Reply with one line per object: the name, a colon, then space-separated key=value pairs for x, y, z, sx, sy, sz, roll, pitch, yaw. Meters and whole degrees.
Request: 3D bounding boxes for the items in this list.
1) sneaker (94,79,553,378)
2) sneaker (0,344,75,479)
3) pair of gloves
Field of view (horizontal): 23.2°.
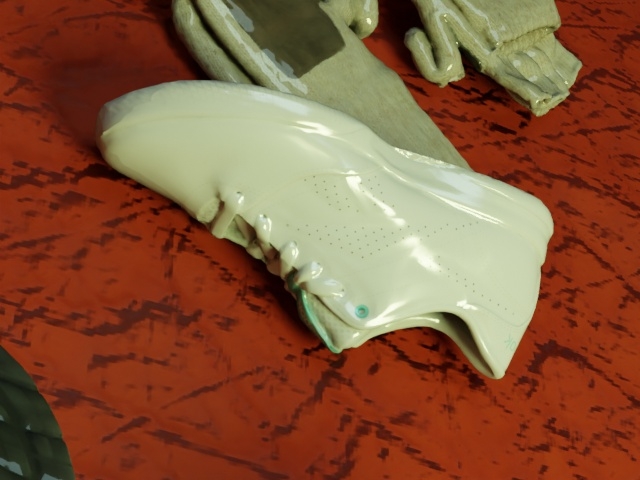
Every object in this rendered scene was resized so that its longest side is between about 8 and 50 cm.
sneaker: x=0.000 y=0.000 z=0.672 sx=0.212 sy=0.080 sz=0.094 roll=18 pitch=71 yaw=-13
sneaker: x=-0.100 y=0.163 z=0.392 sx=0.111 sy=0.121 sz=0.300 roll=5 pitch=48 yaw=-29
pair of gloves: x=0.031 y=-0.116 z=0.817 sx=0.204 sy=0.042 sz=0.240 roll=47 pitch=46 yaw=0
